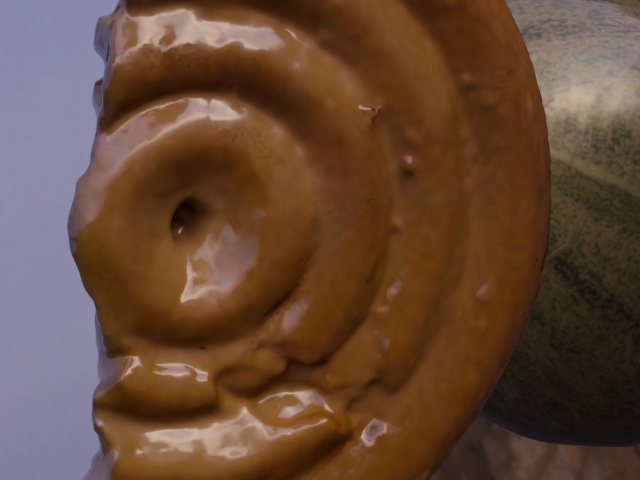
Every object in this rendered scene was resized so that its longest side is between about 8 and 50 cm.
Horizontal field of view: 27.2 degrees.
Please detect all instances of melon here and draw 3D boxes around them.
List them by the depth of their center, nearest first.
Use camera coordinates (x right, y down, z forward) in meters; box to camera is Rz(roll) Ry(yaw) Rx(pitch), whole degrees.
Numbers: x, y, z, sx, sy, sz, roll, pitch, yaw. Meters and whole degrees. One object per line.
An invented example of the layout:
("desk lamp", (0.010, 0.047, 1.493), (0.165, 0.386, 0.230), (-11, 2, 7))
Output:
("melon", (0.146, -0.012, 0.739), (0.249, 0.248, 0.329), (-31, -34, 27))

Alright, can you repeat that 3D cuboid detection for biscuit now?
("biscuit", (0.000, 0.000, 0.370), (0.145, 0.224, 0.033), (7, 9, -21))
